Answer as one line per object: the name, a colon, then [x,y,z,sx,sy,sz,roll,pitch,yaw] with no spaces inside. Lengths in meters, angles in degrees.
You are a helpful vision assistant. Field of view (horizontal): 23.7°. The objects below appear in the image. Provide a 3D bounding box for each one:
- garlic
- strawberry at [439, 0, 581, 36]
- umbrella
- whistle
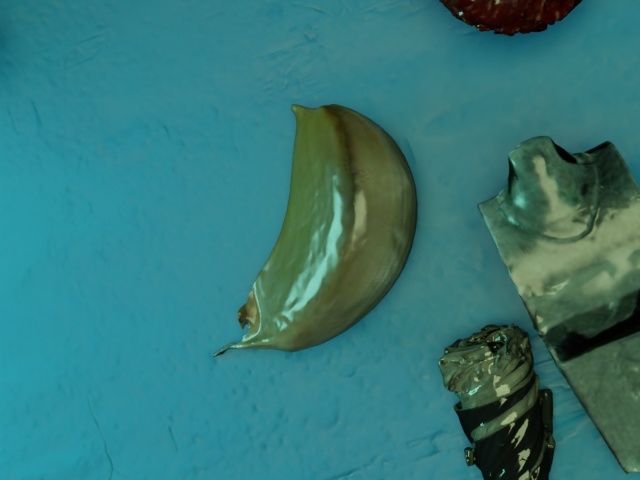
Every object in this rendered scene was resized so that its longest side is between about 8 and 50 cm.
garlic: [0.007,0.015,1.775,0.196,0.151,0.339,24,102,34]
strawberry: [0.182,-0.368,1.699,0.274,0.220,0.274,-5,100,-30]
umbrella: [0.225,0.274,1.761,0.113,0.106,0.358,-12,96,17]
whistle: [0.319,0.072,1.687,0.168,0.188,0.405,-27,87,7]
